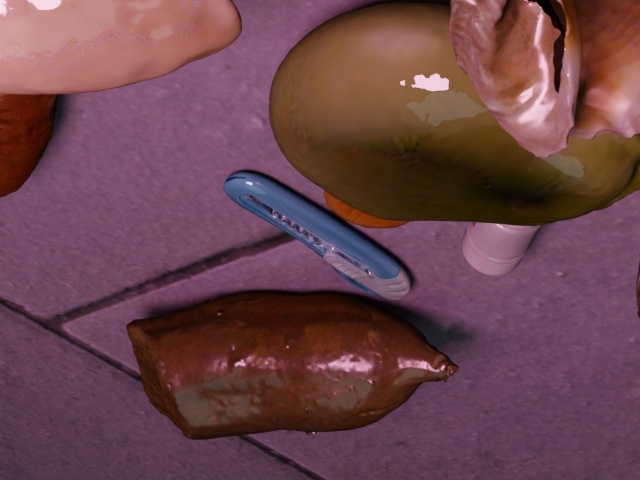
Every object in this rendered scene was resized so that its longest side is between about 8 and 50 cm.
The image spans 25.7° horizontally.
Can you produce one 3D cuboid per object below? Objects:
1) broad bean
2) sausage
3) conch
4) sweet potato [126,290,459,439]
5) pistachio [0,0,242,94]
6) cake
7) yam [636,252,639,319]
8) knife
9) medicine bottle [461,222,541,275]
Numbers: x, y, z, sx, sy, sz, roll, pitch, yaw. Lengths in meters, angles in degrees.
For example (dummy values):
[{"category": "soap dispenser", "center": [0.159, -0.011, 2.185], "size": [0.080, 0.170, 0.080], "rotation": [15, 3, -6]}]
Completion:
[{"category": "broad bean", "center": [0.102, -0.087, 1.034], "size": [0.291, 0.119, 0.238], "rotation": [5, 157, 17]}, {"category": "sausage", "center": [-0.263, -0.128, 1.137], "size": [0.103, 0.076, 0.302], "rotation": [14, 149, -4]}, {"category": "conch", "center": [0.138, -0.220, 0.736], "size": [0.263, 0.186, 0.324], "rotation": [-3, 121, 10]}, {"category": "sweet potato", "center": [-0.033, 0.124, 1.408], "size": [0.369, 0.158, 0.158], "rotation": [-8, 144, 18]}, {"category": "pistachio", "center": [-0.197, -0.192, 0.905], "size": [0.299, 0.187, 0.187], "rotation": [0, 147, 12]}, {"category": "cake", "center": [0.046, -0.044, 1.194], "size": [0.084, 0.044, 0.084], "rotation": [11, 149, 7]}, {"category": "yam", "center": [0.293, -0.006, 1.058], "size": [0.107, 0.183, 0.107], "rotation": [14, 136, 14]}, {"category": "knife", "center": [0.000, 0.000, 1.292], "size": [0.222, 0.031, 0.064], "rotation": [33, 147, -30]}, {"category": "medicine bottle", "center": [0.156, -0.014, 1.188], "size": [0.057, 0.057, 0.089], "rotation": [14, 149, -1]}]
